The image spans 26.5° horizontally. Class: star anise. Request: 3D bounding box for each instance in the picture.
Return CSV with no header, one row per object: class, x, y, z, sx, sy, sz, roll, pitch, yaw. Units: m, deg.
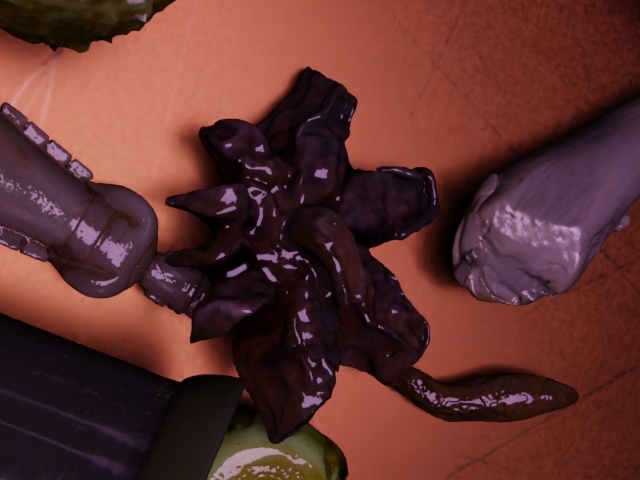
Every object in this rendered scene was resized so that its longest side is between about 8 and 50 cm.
star anise,0.002,0.007,0.892,0.214,0.099,0.220,-34,98,-31

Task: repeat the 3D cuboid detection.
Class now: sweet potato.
sweet potato,0.112,0.111,0.981,0.153,0.038,0.041,8,69,-8

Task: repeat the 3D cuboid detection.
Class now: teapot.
teapot,-0.239,0.131,0.791,0.337,0.270,0.200,22,45,-1

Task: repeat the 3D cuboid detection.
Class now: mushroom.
mushroom,0.208,-0.048,0.970,0.278,0.096,0.099,-33,103,-16

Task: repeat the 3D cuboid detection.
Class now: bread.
bread,-0.050,0.178,0.918,0.130,0.071,0.139,25,93,-11

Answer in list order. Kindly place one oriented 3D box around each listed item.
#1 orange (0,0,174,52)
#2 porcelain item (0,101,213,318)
orange,-0.164,-0.266,0.749,0.223,0.300,0.301,-44,143,-35
porcelain item,-0.152,-0.009,0.885,0.213,0.054,0.084,32,84,-20
